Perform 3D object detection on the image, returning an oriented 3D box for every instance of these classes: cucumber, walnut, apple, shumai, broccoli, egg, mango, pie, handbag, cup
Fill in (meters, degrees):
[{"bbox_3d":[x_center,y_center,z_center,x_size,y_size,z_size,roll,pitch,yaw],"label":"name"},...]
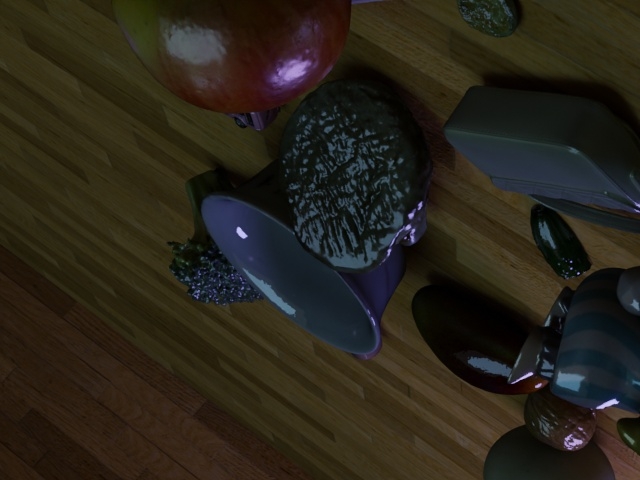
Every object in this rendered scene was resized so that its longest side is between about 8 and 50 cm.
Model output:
[{"bbox_3d":[0.295,0.003,1.872,0.067,0.035,0.107,14,145,56],"label":"cucumber"},{"bbox_3d":[0.363,0.266,2.211,0.124,0.105,0.105,47,160,-17],"label":"walnut"},{"bbox_3d":[-0.099,-0.277,1.653,0.286,0.286,0.233,32,168,27],"label":"apple"},{"bbox_3d":[0.072,-0.102,1.973,0.222,0.204,0.272,33,124,18],"label":"shumai"},{"bbox_3d":[-0.140,-0.021,2.488,0.243,0.263,0.247,59,135,29],"label":"broccoli"},{"bbox_3d":[0.359,0.384,2.334,0.188,0.188,0.254,51,163,-24],"label":"egg"},{"bbox_3d":[0.235,0.156,2.206,0.267,0.111,0.133,33,171,36],"label":"mango"},{"bbox_3d":[0.179,-0.249,1.569,0.084,0.021,0.084,35,155,18],"label":"pie"},{"bbox_3d":[0.280,-0.084,1.667,0.219,0.079,0.256,42,164,-35],"label":"handbag"},{"bbox_3d":[0.000,0.000,2.235,0.347,0.163,0.347,37,160,16],"label":"cup"}]

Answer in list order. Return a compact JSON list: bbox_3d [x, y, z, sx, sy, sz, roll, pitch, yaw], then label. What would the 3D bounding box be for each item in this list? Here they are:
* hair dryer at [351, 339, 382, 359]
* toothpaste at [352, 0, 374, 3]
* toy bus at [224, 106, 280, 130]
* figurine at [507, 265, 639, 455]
[{"bbox_3d":[0.028,0.131,2.629,0.182,0.064,0.117,33,159,38],"label":"hair dryer"},{"bbox_3d":[0.038,-0.296,1.730,0.190,0.031,0.048,5,136,55],"label":"toothpaste"},{"bbox_3d":[-0.151,-0.235,2.176,0.203,0.063,0.090,27,153,30],"label":"toy bus"},{"bbox_3d":[0.423,0.044,1.485,0.361,0.266,0.377,23,120,16],"label":"figurine"}]
